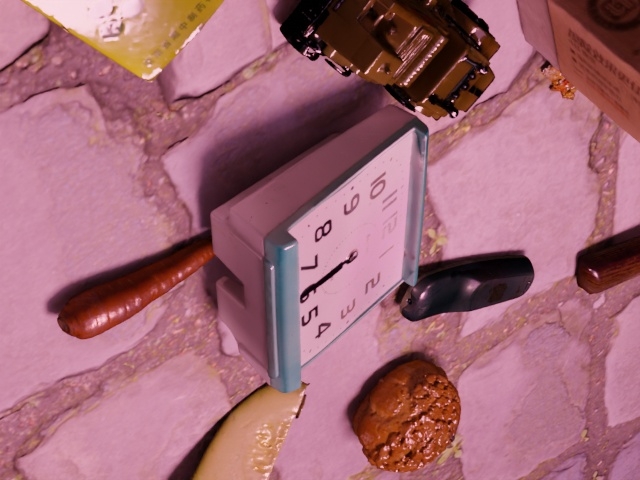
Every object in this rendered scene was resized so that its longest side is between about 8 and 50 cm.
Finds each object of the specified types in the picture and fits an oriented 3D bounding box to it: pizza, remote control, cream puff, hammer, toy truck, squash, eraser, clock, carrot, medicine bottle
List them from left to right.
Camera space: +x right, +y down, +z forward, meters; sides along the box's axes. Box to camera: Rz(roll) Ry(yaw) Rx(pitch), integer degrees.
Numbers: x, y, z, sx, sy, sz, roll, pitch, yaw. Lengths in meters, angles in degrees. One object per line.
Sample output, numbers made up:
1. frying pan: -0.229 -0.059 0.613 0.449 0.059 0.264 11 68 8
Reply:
1. medicine bottle: -0.177 -0.247 1.146 0.137 0.141 0.250 -43 148 11
2. carrot: -0.171 0.041 1.597 0.216 0.048 0.048 -29 147 -26
3. squash: -0.107 0.290 1.903 0.169 0.093 0.252 -74 -171 -56
4. clock: 0.000 0.000 1.651 0.231 0.116 0.262 -39 152 -27
5. toy truck: 0.087 -0.187 1.507 0.127 0.127 0.257 -50 150 13
6. cream puff: 0.120 0.239 2.069 0.150 0.115 0.165 -20 142 -35
7. remote control: 0.190 0.059 1.988 0.222 0.042 0.072 -10 135 -40
8. pizza: 0.286 -0.191 1.797 0.078 0.025 0.083 -15 141 -38
9. eraser: 0.329 -0.167 1.570 0.078 0.343 0.144 -37 147 -8
10. hammer: 0.534 -0.004 2.231 0.408 0.095 0.242 -21 144 -24
